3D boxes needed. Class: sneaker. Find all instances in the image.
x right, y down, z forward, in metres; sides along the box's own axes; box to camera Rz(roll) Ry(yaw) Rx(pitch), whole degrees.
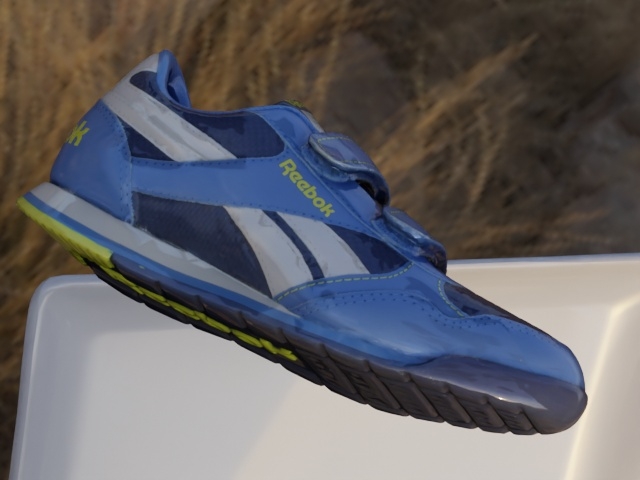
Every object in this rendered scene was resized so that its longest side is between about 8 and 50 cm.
[{"bbox_3d":[0.000,0.000,0.428,0.144,0.053,0.059,25,76,15],"label":"sneaker"}]

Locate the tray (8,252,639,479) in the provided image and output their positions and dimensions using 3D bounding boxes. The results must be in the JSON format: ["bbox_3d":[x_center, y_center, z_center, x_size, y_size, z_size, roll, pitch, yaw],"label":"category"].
[{"bbox_3d":[0.012,0.068,0.672,0.270,0.145,0.030,-2,27,-28],"label":"tray"}]
